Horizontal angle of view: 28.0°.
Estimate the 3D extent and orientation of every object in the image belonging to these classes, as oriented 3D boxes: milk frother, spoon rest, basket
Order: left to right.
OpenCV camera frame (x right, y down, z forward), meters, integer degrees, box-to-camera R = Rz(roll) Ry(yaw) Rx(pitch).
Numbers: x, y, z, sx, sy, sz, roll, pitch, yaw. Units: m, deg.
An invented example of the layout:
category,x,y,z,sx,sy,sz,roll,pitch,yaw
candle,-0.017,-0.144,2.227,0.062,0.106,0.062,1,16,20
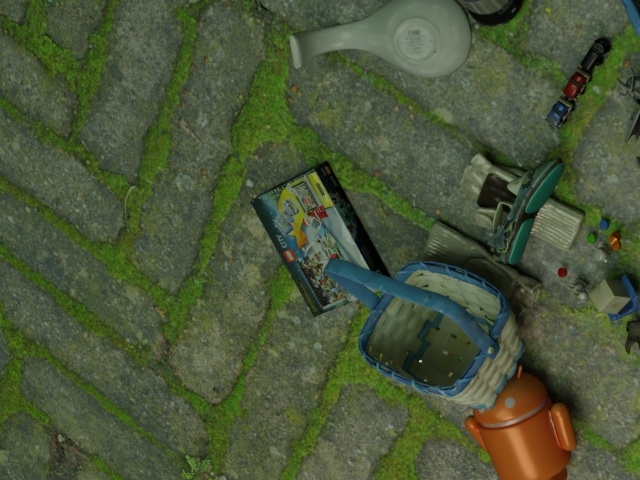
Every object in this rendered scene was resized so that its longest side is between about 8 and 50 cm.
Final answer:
category,x,y,z,sx,sy,sz,roll,pitch,yaw
spoon rest,0.095,-0.309,1.957,0.276,0.084,0.137,-1,113,20
basket,0.162,0.125,1.962,0.255,0.289,0.201,22,80,40
milk frother,0.210,-0.384,1.791,0.143,0.135,0.129,22,92,21

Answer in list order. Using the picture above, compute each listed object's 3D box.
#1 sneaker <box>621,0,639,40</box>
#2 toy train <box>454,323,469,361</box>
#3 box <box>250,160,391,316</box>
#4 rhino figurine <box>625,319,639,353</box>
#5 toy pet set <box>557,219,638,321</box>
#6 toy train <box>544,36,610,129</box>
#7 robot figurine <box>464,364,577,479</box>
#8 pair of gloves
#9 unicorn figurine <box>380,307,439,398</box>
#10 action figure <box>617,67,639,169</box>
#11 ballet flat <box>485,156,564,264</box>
category,x,y,z,sx,sy,sz,roll,pitch,yaw
sneaker,0.431,-0.347,1.715,0.078,0.067,0.188,-26,94,18
toy train,0.232,0.170,2.121,0.024,0.017,0.083,24,124,35
box,0.000,0.000,2.179,0.159,0.044,0.233,-24,97,39
rhino figurine,0.531,0.114,1.855,0.243,0.073,0.106,-39,85,41
toy pet set,0.432,0.052,1.916,0.122,0.065,0.114,-54,43,35
toy train,0.364,-0.220,1.830,0.027,0.036,0.158,37,128,14
robot figurine,0.319,0.304,2.054,0.219,0.128,0.158,67,167,-10
pair of gloves,0.275,-0.002,1.994,0.204,0.042,0.240,37,128,14
unicorn figurine,0.162,0.194,2.152,0.111,0.060,0.161,20,122,26
action figure,0.518,-0.145,1.725,0.285,0.099,0.185,37,137,19
ballet flat,0.295,-0.053,1.902,0.070,0.070,0.188,32,118,18
